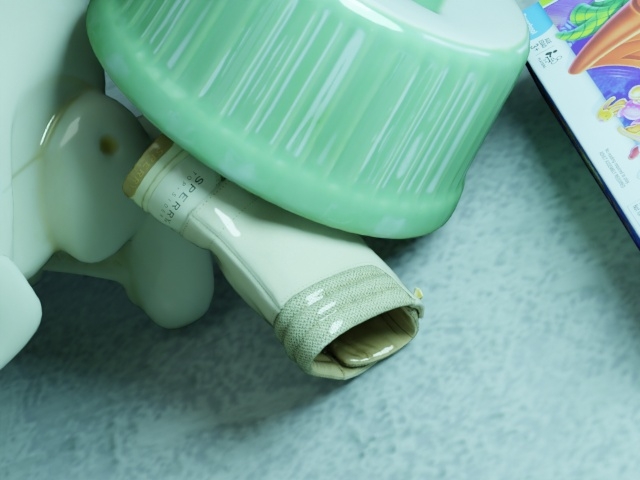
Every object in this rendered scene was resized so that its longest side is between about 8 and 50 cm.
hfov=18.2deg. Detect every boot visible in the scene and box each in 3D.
[{"bbox_3d":[0.000,0.000,1.429,0.203,0.262,0.095,45,111,17],"label":"boot"}]

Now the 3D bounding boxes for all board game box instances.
[{"bbox_3d":[0.290,-0.097,1.352,0.233,0.078,0.347,-29,36,5],"label":"board game box"}]

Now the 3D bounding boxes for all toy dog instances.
[{"bbox_3d":[-0.312,-0.038,1.401,0.284,0.395,0.408,16,26,37],"label":"toy dog"}]

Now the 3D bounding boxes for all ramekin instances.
[{"bbox_3d":[0.001,-0.153,1.414,0.148,0.303,0.303,-58,28,25],"label":"ramekin"}]
